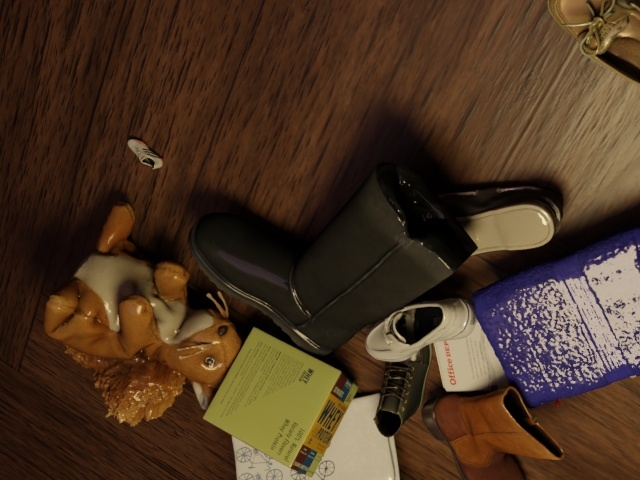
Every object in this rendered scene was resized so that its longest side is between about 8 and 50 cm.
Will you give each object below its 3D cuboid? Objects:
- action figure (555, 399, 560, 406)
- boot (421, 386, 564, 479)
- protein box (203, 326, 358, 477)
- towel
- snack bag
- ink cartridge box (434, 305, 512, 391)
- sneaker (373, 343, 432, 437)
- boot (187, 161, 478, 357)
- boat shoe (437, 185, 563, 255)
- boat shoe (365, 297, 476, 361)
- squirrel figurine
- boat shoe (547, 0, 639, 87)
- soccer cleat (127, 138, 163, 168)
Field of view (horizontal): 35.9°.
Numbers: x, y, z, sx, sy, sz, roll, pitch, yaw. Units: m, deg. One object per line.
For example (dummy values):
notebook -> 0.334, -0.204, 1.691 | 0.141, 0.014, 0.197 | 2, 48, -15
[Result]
action figure -> 0.439, 0.246, 1.739 | 0.038, 0.030, 0.115 | 37, 121, 12
boot -> 0.336, 0.360, 1.728 | 0.264, 0.096, 0.280 | 55, 152, -6
protein box -> -0.072, 0.306, 1.871 | 0.201, 0.136, 0.199 | 24, 78, 24
towel -> 0.422, 0.126, 1.586 | 0.308, 0.076, 0.227 | -25, 93, 27
snack bag -> -0.003, 0.483, 1.879 | 0.323, 0.037, 0.342 | -12, 67, 9
ink cartridge box -> 0.307, 0.188, 1.740 | 0.191, 0.082, 0.139 | -4, 109, 28
sneaker -> 0.150, 0.251, 1.822 | 0.083, 0.118, 0.221 | 7, 116, 22
boot -> 0.002, 0.001, 1.683 | 0.367, 0.146, 0.445 | 37, 146, -8
boat shoe -> 0.249, -0.030, 1.674 | 0.335, 0.095, 0.112 | -4, 113, 32
boat shoe -> 0.152, 0.149, 1.717 | 0.258, 0.084, 0.095 | -31, 60, 46
squirrel figurine -> -0.331, 0.192, 1.977 | 0.371, 0.281, 0.397 | 26, 136, 0
boat shoe -> 0.456, -0.290, 1.442 | 0.285, 0.089, 0.104 | 34, 123, 8
soccer cleat -> -0.342, -0.167, 1.908 | 0.083, 0.035, 0.029 | 38, 123, 5
